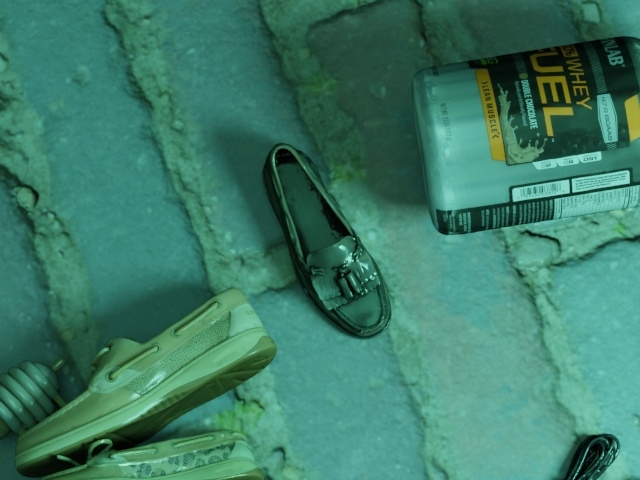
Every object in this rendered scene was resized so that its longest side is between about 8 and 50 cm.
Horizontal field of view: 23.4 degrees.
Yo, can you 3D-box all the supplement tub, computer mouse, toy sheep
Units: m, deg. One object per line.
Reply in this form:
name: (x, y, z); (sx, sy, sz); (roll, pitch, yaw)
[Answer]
supplement tub: (0.286, -0.129, 1.851); (0.338, 0.207, 0.207); (-9, 77, 2)
computer mouse: (0.372, 0.365, 1.806); (0.262, 0.060, 0.184); (40, 82, 12)
toy sheep: (-0.360, 0.193, 1.892); (0.091, 0.091, 0.132); (40, 69, 12)

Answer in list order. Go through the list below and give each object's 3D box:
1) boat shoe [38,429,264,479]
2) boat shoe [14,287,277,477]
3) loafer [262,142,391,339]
boat shoe: (-0.212, 0.284, 1.820); (0.285, 0.104, 0.089); (-2, 46, -25)
boat shoe: (-0.224, 0.174, 1.874); (0.341, 0.121, 0.110); (-27, 72, -12)
loafer: (0.000, 0.000, 1.905); (0.096, 0.084, 0.267); (-29, 77, -3)
